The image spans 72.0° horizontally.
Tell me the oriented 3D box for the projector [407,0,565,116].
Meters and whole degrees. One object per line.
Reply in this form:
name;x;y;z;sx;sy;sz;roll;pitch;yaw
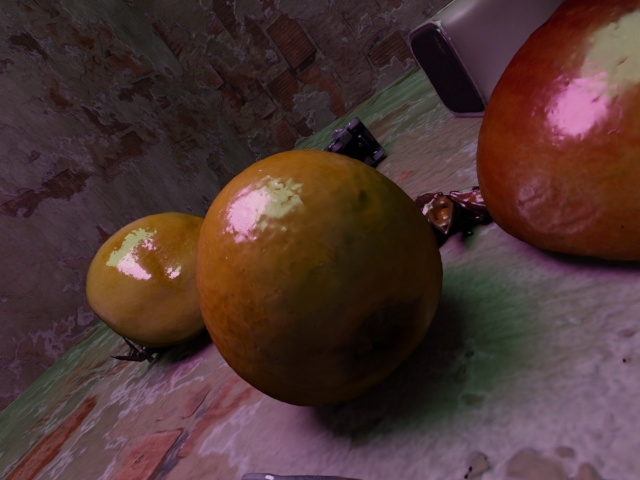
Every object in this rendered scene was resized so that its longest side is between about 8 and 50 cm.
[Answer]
projector;0.387;-0.462;1.027;0.249;0.248;0.248;-36;16;5

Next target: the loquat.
loquat;-0.004;0.032;0.488;0.275;0.275;0.275;-34;17;12

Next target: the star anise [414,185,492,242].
star anise;0.175;-0.030;0.644;0.157;0.053;0.212;-43;21;-31

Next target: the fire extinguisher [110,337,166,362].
fire extinguisher;-0.413;0.221;1.105;0.075;0.106;0.252;-55;1;41

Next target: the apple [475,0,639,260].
apple;0.272;-0.110;0.450;0.254;0.179;0.346;-68;20;7

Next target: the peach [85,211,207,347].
peach;-0.338;0.088;0.995;0.315;0.314;0.281;-47;-17;-26

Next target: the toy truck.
toy truck;0.043;-0.196;1.214;0.175;0.146;0.367;-29;18;41

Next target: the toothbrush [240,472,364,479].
toothbrush;0.027;0.209;0.363;0.321;0.023;0.031;-25;27;39
